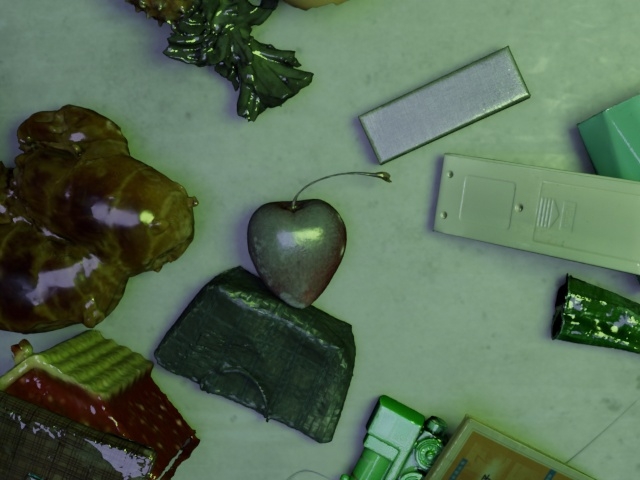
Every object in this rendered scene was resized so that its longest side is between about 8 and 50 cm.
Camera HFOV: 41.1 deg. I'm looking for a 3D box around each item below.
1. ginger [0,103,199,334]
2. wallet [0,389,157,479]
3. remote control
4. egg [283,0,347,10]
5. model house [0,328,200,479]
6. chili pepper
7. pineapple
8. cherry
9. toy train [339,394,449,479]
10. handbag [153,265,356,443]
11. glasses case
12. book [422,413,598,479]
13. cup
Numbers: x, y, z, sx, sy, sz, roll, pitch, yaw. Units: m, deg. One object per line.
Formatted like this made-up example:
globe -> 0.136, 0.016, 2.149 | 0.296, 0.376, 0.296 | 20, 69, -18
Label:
ginger -> -0.352, -0.013, 1.107 | 0.357, 0.152, 0.274 | -39, 91, 8
wallet -> -0.314, 0.262, 0.997 | 0.230, 0.042, 0.124 | 19, 93, 3
remote control -> 0.269, -0.035, 1.018 | 0.277, 0.055, 0.103 | 14, 100, 37
egg -> -0.014, -0.392, 0.986 | 0.201, 0.201, 0.244 | -35, 123, 10
model house -> -0.299, 0.227, 1.111 | 0.160, 0.196, 0.254 | -31, 91, 9
chili pepper -> 0.410, 0.108, 1.080 | 0.227, 0.059, 0.088 | 13, 94, 3
pineapple -> -0.137, -0.294, 1.062 | 0.170, 0.141, 0.310 | -43, 98, -15
cherry -> 0.000, 0.007, 1.088 | 0.188, 0.115, 0.148 | -4, 68, 1
toy train -> 0.081, 0.334, 1.138 | 0.119, 0.085, 0.251 | 28, 98, 8
handbag -> -0.077, 0.152, 1.137 | 0.270, 0.088, 0.175 | 27, 107, 3
glasses case -> 0.155, -0.167, 1.080 | 0.205, 0.047, 0.071 | -24, 89, 10
book -> 0.239, 0.340, 1.103 | 0.242, 0.018, 0.170 | 28, 99, -20
cup -> 0.412, -0.061, 1.022 | 0.148, 0.134, 0.235 | -21, 88, -23
